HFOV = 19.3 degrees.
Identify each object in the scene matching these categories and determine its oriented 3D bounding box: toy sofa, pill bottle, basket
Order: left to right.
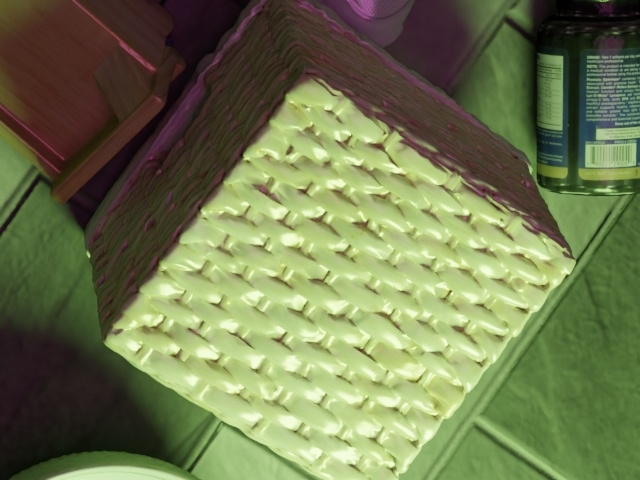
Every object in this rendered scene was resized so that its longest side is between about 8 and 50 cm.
[{"bbox_3d":[-0.303,-0.221,1.689,0.362,0.177,0.150,41,112,-19],"label":"toy sofa"},{"bbox_3d":[0.000,0.000,1.710,0.331,0.266,0.328,34,103,-17],"label":"basket"},{"bbox_3d":[0.275,-0.159,1.860,0.122,0.123,0.219,-4,101,-15],"label":"pill bottle"}]

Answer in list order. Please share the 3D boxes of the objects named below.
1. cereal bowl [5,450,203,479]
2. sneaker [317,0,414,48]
[{"bbox_3d":[-0.220,0.357,1.807,0.339,0.141,0.339,-3,101,-16],"label":"cereal bowl"},{"bbox_3d":[0.084,-0.349,1.723,0.137,0.210,0.366,11,97,-17],"label":"sneaker"}]
